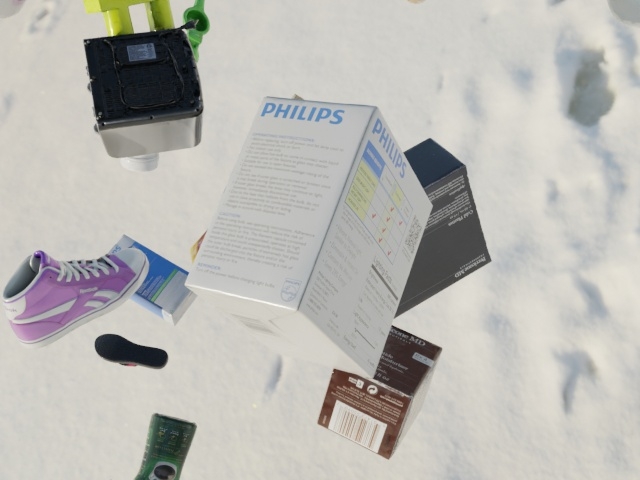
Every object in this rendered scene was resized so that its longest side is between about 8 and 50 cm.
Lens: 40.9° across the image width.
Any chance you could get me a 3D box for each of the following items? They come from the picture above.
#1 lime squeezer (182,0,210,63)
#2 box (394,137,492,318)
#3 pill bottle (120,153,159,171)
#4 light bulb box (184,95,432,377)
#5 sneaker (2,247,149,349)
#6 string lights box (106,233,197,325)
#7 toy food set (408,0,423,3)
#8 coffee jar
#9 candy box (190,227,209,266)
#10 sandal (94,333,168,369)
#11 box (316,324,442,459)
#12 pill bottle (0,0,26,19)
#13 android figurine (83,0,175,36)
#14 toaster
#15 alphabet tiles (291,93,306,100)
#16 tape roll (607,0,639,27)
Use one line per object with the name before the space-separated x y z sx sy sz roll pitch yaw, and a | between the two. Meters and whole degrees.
lime squeezer | -0.247 -0.382 1.613 0.110 0.059 0.310 -140 71 -74
box | 0.203 -0.019 2.094 0.343 0.312 0.179 -29 37 -8
pill bottle | -0.319 -0.213 1.533 0.094 0.169 0.094 7 30 -4
light bulb box | 0.000 0.000 1.491 0.225 0.358 0.361 11 69 28
sneaker | -0.442 0.065 1.562 0.102 0.161 0.282 26 50 36
string lights box | -0.468 0.106 2.340 0.259 0.077 0.133 29 64 13
toy food set | 0.066 -0.407 1.081 0.111 0.232 0.104 -20 8 1
coffee jar | -0.319 0.448 1.736 0.079 0.096 0.184 -18 54 65
candy box | -0.244 0.044 1.985 0.109 0.053 0.187 -46 29 17
sandal | -0.435 0.263 1.966 0.179 0.040 0.067 14 58 6
box | 0.120 0.292 1.727 0.168 0.167 0.203 23 30 16
pill bottle | -0.363 -0.423 0.987 0.301 0.169 0.169 -50 30 25
android figurine | -0.308 -0.452 1.328 0.056 0.273 0.248 7 28 42
toaster | -0.262 -0.230 1.314 0.185 0.110 0.168 -11 67 -12
alphabet tiles | -0.082 -0.255 2.091 0.009 0.237 0.198 42 102 25
tape roll | 0.665 -0.593 1.616 0.072 0.392 0.392 9 40 -10
